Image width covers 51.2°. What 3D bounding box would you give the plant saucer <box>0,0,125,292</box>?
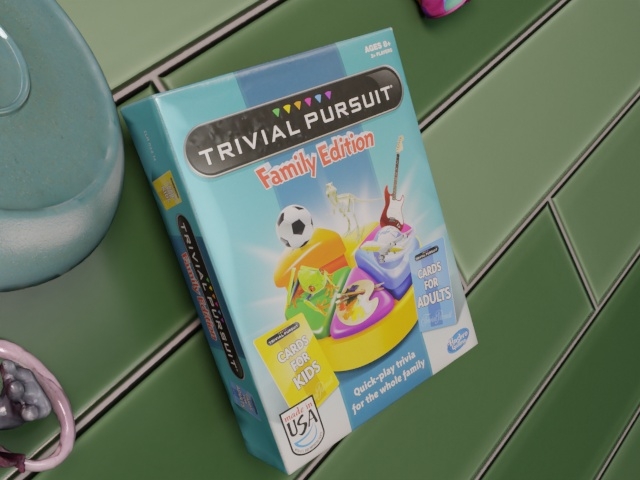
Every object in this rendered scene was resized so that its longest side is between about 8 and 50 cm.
[{"bbox_3d":[-0.248,-0.118,0.442,0.317,0.044,0.317,43,31,-35],"label":"plant saucer"}]

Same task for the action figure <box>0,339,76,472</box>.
[{"bbox_3d":[-0.386,0.129,0.406,0.370,0.275,0.248,-34,75,-14],"label":"action figure"}]

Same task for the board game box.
[{"bbox_3d":[0.000,0.000,0.626,0.254,0.079,0.335,-26,106,-32],"label":"board game box"}]

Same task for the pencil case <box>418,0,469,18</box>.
[{"bbox_3d":[0.118,-0.382,0.780,0.104,0.104,0.236,-46,116,-27],"label":"pencil case"}]
